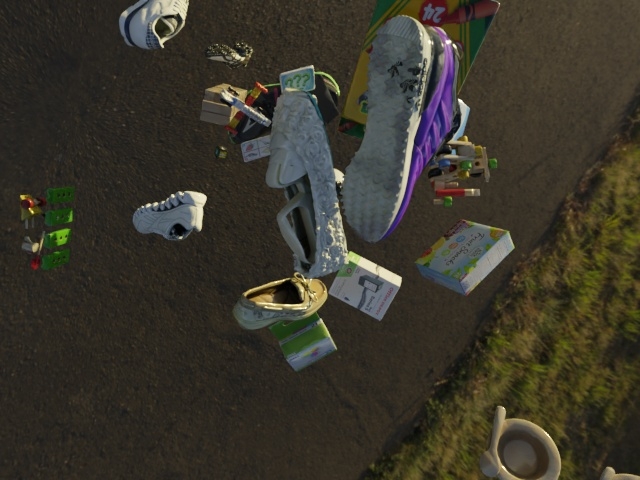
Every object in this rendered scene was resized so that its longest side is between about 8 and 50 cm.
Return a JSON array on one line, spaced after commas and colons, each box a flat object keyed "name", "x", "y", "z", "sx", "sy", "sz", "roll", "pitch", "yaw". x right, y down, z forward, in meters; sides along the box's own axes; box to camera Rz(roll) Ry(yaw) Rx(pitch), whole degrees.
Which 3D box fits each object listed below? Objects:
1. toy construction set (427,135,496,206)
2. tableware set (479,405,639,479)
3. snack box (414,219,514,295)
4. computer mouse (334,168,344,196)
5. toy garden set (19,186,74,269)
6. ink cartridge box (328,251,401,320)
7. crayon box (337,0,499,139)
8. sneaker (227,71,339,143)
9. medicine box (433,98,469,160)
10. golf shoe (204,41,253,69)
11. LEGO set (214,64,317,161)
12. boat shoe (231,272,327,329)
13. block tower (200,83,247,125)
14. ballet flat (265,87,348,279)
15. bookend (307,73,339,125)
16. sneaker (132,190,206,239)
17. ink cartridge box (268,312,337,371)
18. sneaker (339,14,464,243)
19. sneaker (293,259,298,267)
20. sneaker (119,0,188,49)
[{"name": "toy construction set", "x": 0.511, "y": -0.253, "z": 1.437, "sx": 0.237, "sy": 0.308, "sz": 0.257, "roll": 0, "pitch": 140, "yaw": 8}, {"name": "tableware set", "x": 0.177, "y": 0.218, "z": 0.301, "sx": 0.141, "sy": 0.169, "sz": 0.020, "roll": -56, "pitch": 147, "yaw": -27}, {"name": "snack box", "x": 0.404, "y": 0.041, "z": 1.158, "sx": 0.207, "sy": 0.174, "sz": 0.070, "roll": -41, "pitch": 119, "yaw": -13}, {"name": "computer mouse", "x": 0.050, "y": -0.151, "z": 1.071, "sx": 0.106, "sy": 0.193, "sz": 0.042, "roll": 30, "pitch": 106, "yaw": -30}, {"name": "toy garden set", "x": -0.809, "y": -0.034, "z": 1.198, "sx": 0.049, "sy": 0.204, "sz": 0.244, "roll": 11, "pitch": 100, "yaw": -3}, {"name": "ink cartridge box", "x": 0.205, "y": 0.207, "z": 1.877, "sx": 0.273, "sy": 0.115, "sz": 0.198, "roll": 27, "pitch": 111, "yaw": 7}, {"name": "crayon box", "x": 0.169, "y": -0.320, "z": 0.795, "sx": 0.202, "sy": 0.081, "sz": 0.318, "roll": 17, "pitch": 123, "yaw": -2}, {"name": "sneaker", "x": -0.146, "y": -0.516, "z": 1.614, "sx": 0.483, "sy": 0.202, "sz": 0.185, "roll": -27, "pitch": 134, "yaw": -2}, {"name": "medicine box", "x": 0.453, "y": -0.504, "z": 1.725, "sx": 0.289, "sy": 0.149, "sz": 0.263, "roll": 27, "pitch": 72, "yaw": -23}, {"name": "golf shoe", "x": -0.339, "y": -0.671, "z": 1.514, "sx": 0.198, "sy": 0.077, "sz": 0.094, "roll": -24, "pitch": 152, "yaw": -38}, {"name": "LEGO set", "x": -0.111, "y": -0.246, "z": 0.863, "sx": 0.244, "sy": 0.060, "sz": 0.182, "roll": -20, "pitch": 137, "yaw": -16}, {"name": "boat shoe", "x": -0.085, "y": 0.147, "z": 1.044, "sx": 0.285, "sy": 0.104, "sz": 0.089, "roll": -15, "pitch": 143, "yaw": -43}, {"name": "block tower", "x": -0.312, "y": -0.455, "z": 1.359, "sx": 0.097, "sy": 0.335, "sz": 0.090, "roll": 12, "pitch": 113, "yaw": -10}, {"name": "ballet flat", "x": -0.036, "y": -0.095, "z": 0.841, "sx": 0.147, "sy": 0.147, "sz": 0.408, "roll": -25, "pitch": 115, "yaw": -23}, {"name": "bookend", "x": -0.034, "y": -0.491, "z": 1.411, "sx": 0.072, "sy": 0.156, "sz": 0.157, "roll": -43, "pitch": 133, "yaw": -11}, {"name": "sneaker", "x": -0.448, "y": -0.053, "z": 1.195, "sx": 0.110, "sy": 0.292, "sz": 0.118, "roll": 6, "pitch": 73, "yaw": -53}, {"name": "ink cartridge box", "x": -0.064, "y": 0.371, "z": 1.545, "sx": 0.189, "sy": 0.097, "sz": 0.255, "roll": -28, "pitch": 142, "yaw": -5}, {"name": "sneaker", "x": 0.126, "y": -0.132, "z": 0.561, "sx": 0.146, "sy": 0.102, "sz": 0.293, "roll": -13, "pitch": 127, "yaw": -38}, {"name": "sneaker", "x": 0.000, "y": 0.000, "z": 1.478, "sx": 0.125, "sy": 0.321, "sz": 0.180, "roll": 19, "pitch": 62, "yaw": -15}, {"name": "sneaker", "x": -0.328, "y": -0.500, "z": 0.888, "sx": 0.090, "sy": 0.095, "sz": 0.235, "roll": 69, "pitch": 41, "yaw": -64}]
